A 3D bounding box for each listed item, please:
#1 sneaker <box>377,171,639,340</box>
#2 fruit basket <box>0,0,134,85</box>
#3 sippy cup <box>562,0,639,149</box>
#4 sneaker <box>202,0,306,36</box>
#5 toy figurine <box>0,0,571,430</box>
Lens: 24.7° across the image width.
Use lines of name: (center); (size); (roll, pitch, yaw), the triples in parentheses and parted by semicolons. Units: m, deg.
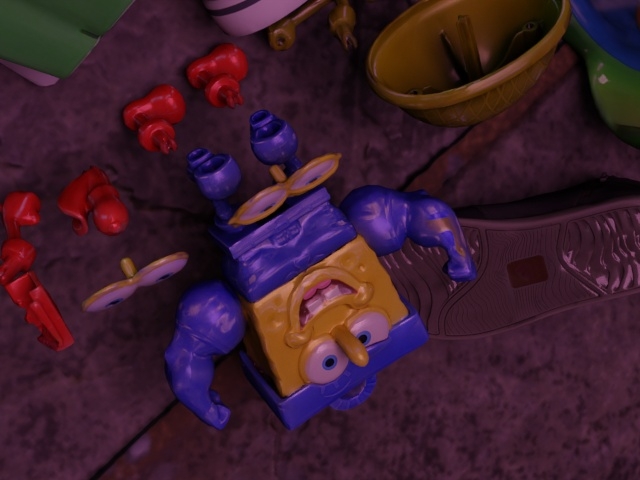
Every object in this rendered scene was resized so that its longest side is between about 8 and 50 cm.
sneaker: (0.130, 0.009, 0.992); (0.222, 0.118, 0.083); (-7, 101, 9)
fruit basket: (-0.207, -0.262, 0.729); (0.353, 0.327, 0.165); (37, 43, -15)
sippy cup: (0.281, -0.216, 0.939); (0.240, 0.224, 0.306); (-21, 103, -18)
sneaker: (0.034, -0.270, 0.888); (0.321, 0.126, 0.127); (-41, 115, -10)
toy figurine: (0.000, 0.000, 0.904); (0.362, 0.191, 0.217); (-33, 123, -14)
